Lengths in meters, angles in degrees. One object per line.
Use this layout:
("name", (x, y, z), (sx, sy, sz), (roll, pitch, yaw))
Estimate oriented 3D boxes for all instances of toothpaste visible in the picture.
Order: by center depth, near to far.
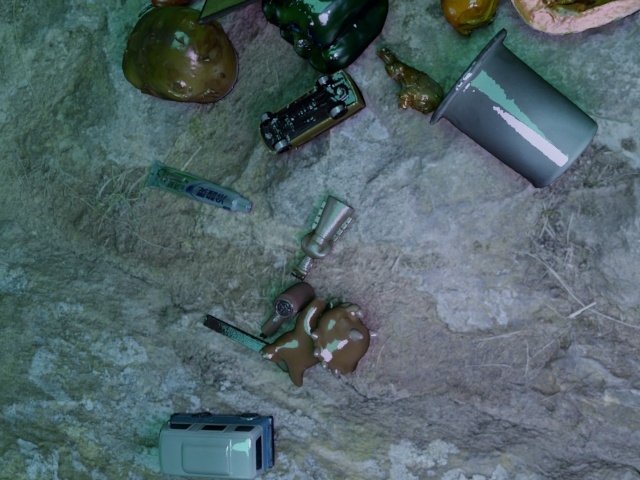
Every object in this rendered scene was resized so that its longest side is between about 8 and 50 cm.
("toothpaste", (-0.311, -0.130, 1.526), (0.296, 0.048, 0.075), (19, 92, 15))

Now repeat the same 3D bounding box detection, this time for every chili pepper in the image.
("chili pepper", (0.019, -0.538, 1.371), (0.256, 0.248, 0.233), (-44, 68, -2))
("chili pepper", (-0.354, -0.640, 1.539), (0.272, 0.063, 0.071), (-23, 67, 8))

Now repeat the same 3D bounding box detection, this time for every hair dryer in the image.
("hair dryer", (-0.097, 0.183, 1.448), (0.064, 0.117, 0.182), (44, 117, 9))

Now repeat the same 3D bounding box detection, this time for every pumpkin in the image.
("pumpkin", (0.543, -0.548, 1.322), (0.312, 0.148, 0.169), (34, 131, 4))

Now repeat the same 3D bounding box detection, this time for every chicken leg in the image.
("chicken leg", (0.197, -0.371, 1.400), (0.101, 0.085, 0.207), (-39, 72, -4))

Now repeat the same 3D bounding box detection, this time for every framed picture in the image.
("framed picture", (-0.146, -0.643, 1.395), (0.255, 0.014, 0.339), (-11, 50, 25))

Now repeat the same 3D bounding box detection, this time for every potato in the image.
("potato", (-0.368, -0.468, 1.473), (0.299, 0.196, 0.247), (11, 90, 14))

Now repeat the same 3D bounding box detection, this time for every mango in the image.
("mango", (0.348, -0.598, 1.351), (0.153, 0.126, 0.252), (7, 81, 23))

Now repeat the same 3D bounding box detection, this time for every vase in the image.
("vase", (0.422, -0.269, 1.287), (0.291, 0.245, 0.245), (38, 96, 3))

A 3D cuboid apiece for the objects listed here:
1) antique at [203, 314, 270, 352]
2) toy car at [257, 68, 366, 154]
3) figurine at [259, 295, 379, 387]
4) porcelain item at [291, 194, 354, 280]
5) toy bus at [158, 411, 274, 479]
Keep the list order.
("antique", (-0.206, 0.238, 1.506), (0.192, 0.015, 0.031), (24, 92, 11))
("toy car", (-0.020, -0.296, 1.428), (0.256, 0.124, 0.101), (-28, 83, 20))
("figurine", (0.010, 0.249, 1.376), (0.247, 0.177, 0.173), (-39, 62, -3))
("porcelain item", (0.000, 0.000, 1.446), (0.084, 0.054, 0.213), (31, 94, 14))
("toy bus", (-0.259, 0.492, 1.433), (0.271, 0.165, 0.133), (-2, 88, 12))
